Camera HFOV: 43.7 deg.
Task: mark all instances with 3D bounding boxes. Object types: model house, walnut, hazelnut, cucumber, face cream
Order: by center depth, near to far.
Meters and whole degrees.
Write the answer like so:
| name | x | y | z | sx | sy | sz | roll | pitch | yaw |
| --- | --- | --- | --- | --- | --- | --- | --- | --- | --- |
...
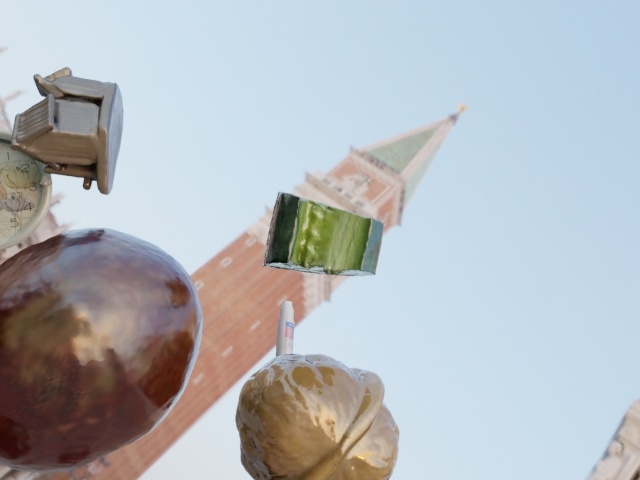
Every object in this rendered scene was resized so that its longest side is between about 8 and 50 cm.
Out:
| name | x | y | z | sx | sy | sz | roll | pitch | yaw |
| --- | --- | --- | --- | --- | --- | --- | --- | --- | --- |
| hazelnut | -0.378 | 0.165 | 1.235 | 0.421 | 0.421 | 0.352 | -22 | -88 | 62 |
| cucumber | 0.003 | 0.000 | 1.316 | 0.191 | 0.130 | 0.191 | 12 | 2 | 0 |
| walnut | -0.005 | 0.327 | 1.365 | 0.296 | 0.285 | 0.285 | 44 | -26 | -12 |
| model house | -0.448 | -0.206 | 1.430 | 0.188 | 0.229 | 0.122 | 11 | -37 | -18 |
| face cream | -0.068 | 0.177 | 1.553 | 0.034 | 0.130 | 0.034 | 1 | -32 | 1 |

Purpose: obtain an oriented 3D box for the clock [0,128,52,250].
| name | x | y | z | sx | sy | sz | roll | pitch | yaw |
| --- | --- | --- | --- | --- | --- | --- | --- | --- | --- |
| clock | -0.612 | -0.089 | 1.479 | 0.236 | 0.236 | 0.053 | 45 | -11 | 6 |
